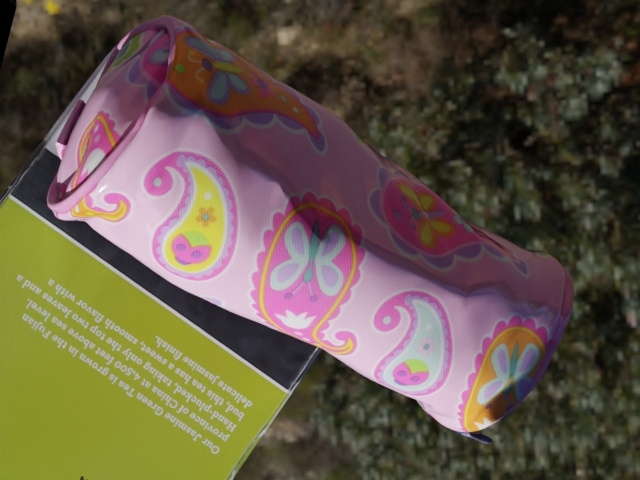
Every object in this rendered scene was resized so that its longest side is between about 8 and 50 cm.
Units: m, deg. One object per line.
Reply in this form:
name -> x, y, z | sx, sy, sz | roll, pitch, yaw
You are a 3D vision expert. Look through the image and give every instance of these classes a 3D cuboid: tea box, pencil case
tea box -> -0.160, 0.072, 0.924 | 0.220, 0.323, 0.329 | 37, 172, -8
pencil case -> 0.000, 0.000, 0.683 | 0.284, 0.124, 0.124 | 30, 169, -26

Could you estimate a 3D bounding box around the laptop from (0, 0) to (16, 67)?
laptop -> -0.234, 0.026, 0.332 | 0.264, 0.234, 0.136 | 12, -153, -21
